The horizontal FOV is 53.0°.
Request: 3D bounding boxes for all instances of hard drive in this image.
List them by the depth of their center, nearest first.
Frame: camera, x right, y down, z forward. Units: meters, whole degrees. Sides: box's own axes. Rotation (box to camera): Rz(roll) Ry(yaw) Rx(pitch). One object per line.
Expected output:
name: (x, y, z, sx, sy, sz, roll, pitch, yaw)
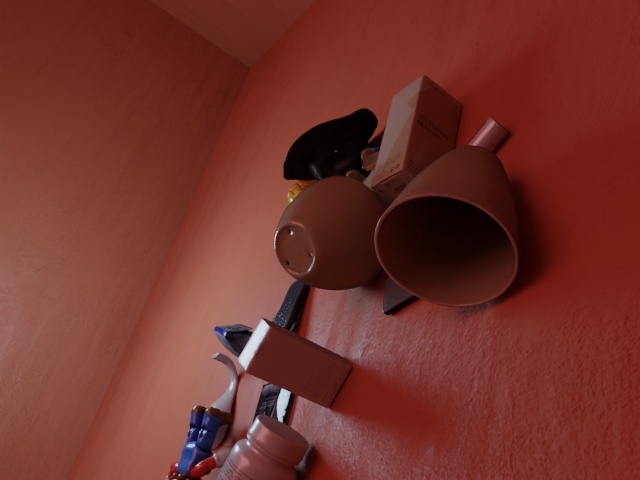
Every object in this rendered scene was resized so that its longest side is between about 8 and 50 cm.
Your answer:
hard drive: (0.191, 0.100, 1.424, 0.135, 0.022, 0.094, -39, 31, 40)

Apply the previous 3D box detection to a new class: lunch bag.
lunch bag: (-0.234, 0.298, 1.893, 0.128, 0.151, 0.096, -1, 62, 64)

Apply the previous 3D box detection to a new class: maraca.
maraca: (-0.038, -0.162, 2.122, 0.185, 0.099, 0.127, -43, 13, -36)

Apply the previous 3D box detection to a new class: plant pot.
plant pot: (0.266, -0.057, 1.229, 0.256, 0.256, 0.274, -37, 15, 42)
plant pot: (0.000, 0.000, 1.532, 0.190, 0.284, 0.284, -20, -13, -47)

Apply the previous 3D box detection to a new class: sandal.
sandal: (-0.089, 0.224, 1.826, 0.097, 0.054, 0.255, -12, 42, 51)

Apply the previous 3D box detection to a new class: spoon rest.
spoon rest: (-0.299, 0.482, 1.925, 0.137, 0.084, 0.277, -28, 52, 53)

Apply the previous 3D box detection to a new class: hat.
hat: (0.057, -0.232, 1.894, 0.331, 0.331, 0.134, -44, 68, 33)

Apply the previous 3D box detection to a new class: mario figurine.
mario figurine: (-0.331, 0.627, 1.755, 0.198, 0.170, 0.321, 120, 170, -65)

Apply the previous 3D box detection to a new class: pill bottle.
pill bottle: (-0.151, 0.543, 1.417, 0.283, 0.160, 0.160, -61, 23, -3)

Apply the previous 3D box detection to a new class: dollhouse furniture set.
dollhouse furniture set: (0.099, -0.135, 1.714, 0.242, 0.161, 0.212, -55, 23, 11)

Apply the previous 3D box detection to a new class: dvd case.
dvd case: (-0.130, 0.463, 1.651, 0.164, 0.018, 0.221, -30, 36, 48)

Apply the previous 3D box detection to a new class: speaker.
speaker: (0.351, -0.203, 1.420, 0.136, 0.055, 0.055, -52, 24, 19)

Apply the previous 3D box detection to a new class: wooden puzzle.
wooden puzzle: (0.147, -0.212, 1.668, 0.078, 0.014, 0.116, -12, 34, 33)

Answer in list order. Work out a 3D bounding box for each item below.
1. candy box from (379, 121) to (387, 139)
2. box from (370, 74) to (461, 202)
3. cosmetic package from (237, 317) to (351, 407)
candy box: (0.248, -0.342, 1.831, 0.105, 0.027, 0.206, -62, 23, -11)
box: (0.239, -0.235, 1.575, 0.121, 0.148, 0.311, -28, 39, 50)
cosmetic package: (-0.057, 0.277, 1.451, 0.117, 0.231, 0.085, -59, 23, -1)
